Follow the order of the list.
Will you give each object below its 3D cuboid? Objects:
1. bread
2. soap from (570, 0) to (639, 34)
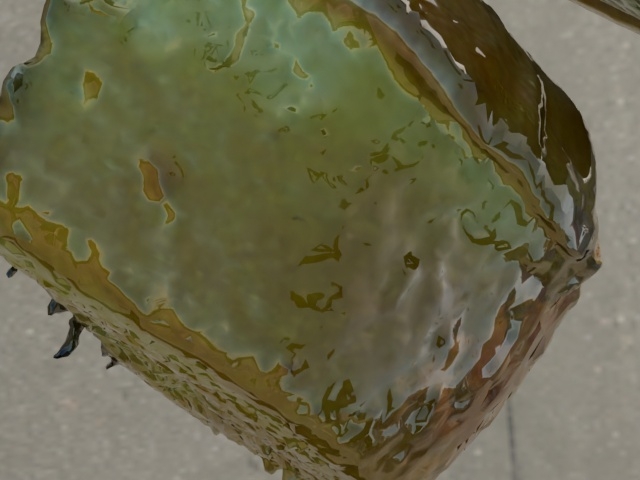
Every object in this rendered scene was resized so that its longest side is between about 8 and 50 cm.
[{"bbox_3d":[0.000,0.000,0.513,0.143,0.139,0.229,-52,163,-7],"label":"bread"},{"bbox_3d":[0.110,-0.067,0.489,0.092,0.252,0.037,24,95,-54],"label":"soap"}]
